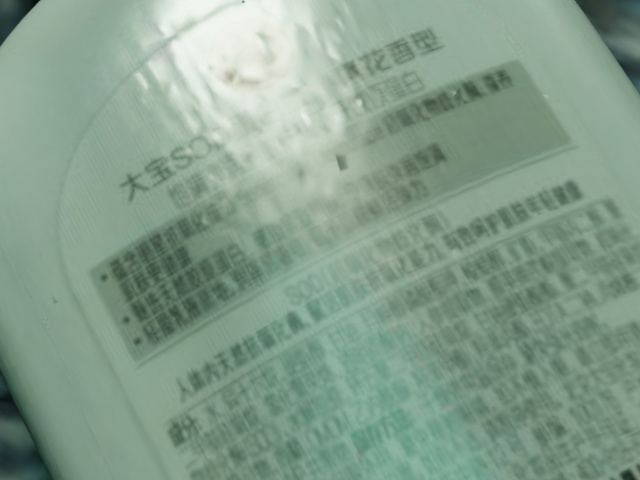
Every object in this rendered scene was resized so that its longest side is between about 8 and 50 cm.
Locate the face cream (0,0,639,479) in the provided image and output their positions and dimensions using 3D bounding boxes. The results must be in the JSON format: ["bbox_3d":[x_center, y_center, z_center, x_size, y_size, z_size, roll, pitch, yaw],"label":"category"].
[{"bbox_3d":[0.000,0.000,0.368,0.144,0.071,0.291,-28,68,-10],"label":"face cream"}]
